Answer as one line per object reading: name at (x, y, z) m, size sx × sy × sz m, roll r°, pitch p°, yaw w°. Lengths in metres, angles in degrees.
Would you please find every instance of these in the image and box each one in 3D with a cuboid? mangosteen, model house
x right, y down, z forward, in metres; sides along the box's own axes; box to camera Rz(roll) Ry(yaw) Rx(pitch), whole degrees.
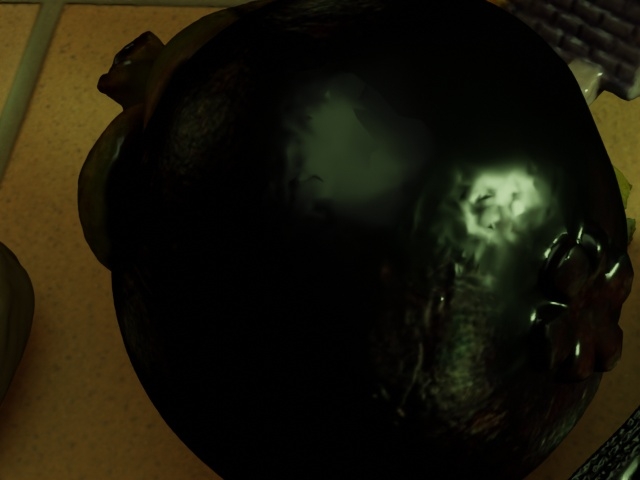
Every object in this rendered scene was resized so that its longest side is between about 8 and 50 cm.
mangosteen at (0.000, 0.000, 1.123) m, size 0.435 × 0.382 × 0.382 m, roll 15°, pitch 56°, yaw 35°
model house at (0.203, -0.207, 1.356) m, size 0.237 × 0.202 × 0.237 m, roll 32°, pitch 71°, yaw 21°

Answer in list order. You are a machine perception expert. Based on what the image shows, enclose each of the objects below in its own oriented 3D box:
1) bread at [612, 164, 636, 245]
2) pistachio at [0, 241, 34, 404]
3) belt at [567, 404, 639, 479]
bread at (0.175, -0.047, 1.288) m, size 0.156 × 0.110 × 0.103 m, roll -4°, pitch 47°, yaw 6°
pistachio at (-0.310, 0.096, 1.251) m, size 0.138 × 0.153 × 0.238 m, roll 30°, pitch 57°, yaw -18°
belt at (0.262, 0.119, 1.154) m, size 0.126 × 0.094 × 0.359 m, roll 17°, pitch 59°, yaw 20°
